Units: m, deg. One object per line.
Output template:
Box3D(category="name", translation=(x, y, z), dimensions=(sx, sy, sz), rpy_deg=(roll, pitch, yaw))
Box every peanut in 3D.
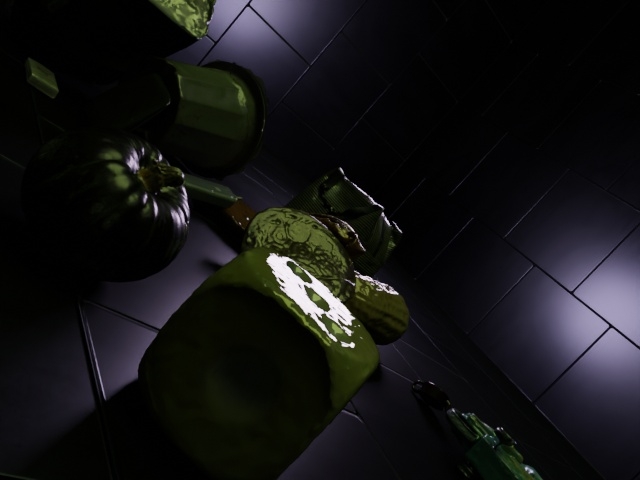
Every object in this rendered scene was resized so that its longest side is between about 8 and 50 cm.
Box3D(category="peanut", translation=(0.079, 0.137, 1.309), dimensions=(0.305, 0.147, 0.147), rpy_deg=(30, 14, -48))

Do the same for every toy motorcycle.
Box3D(category="toy motorcycle", translation=(0.349, 0.428, 1.131), dimensions=(0.296, 0.109, 0.198), rpy_deg=(50, 9, 37))

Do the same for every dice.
Box3D(category="dice", translation=(-0.054, 0.118, 0.593), dimensions=(0.166, 0.169, 0.169), rpy_deg=(44, 8, 8))

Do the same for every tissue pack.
Box3D(category="tissue pack", translation=(-0.436, -0.535, 1.327), dimensions=(0.416, 0.254, 0.264), rpy_deg=(-6, -26, 40))
Box3D(category="tissue pack", translation=(-0.519, -0.303, 1.141), dimensions=(0.056, 0.023, 0.108), rpy_deg=(35, 10, -41))

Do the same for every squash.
Box3D(category="squash", translation=(-0.232, -0.043, 0.681), dimensions=(0.193, 0.156, 0.193), rpy_deg=(29, 36, -24))

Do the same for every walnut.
Box3D(category="walnut", translation=(0.000, 0.000, 1.319), dimensions=(0.207, 0.116, 0.115), rpy_deg=(17, -2, 21))

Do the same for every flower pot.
Box3D(category="flower pot", translation=(-0.295, -0.289, 1.355), dimensions=(0.290, 0.290, 0.259), rpy_deg=(45, 19, 22))

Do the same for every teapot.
Box3D(category="teapot", translation=(0.235, 0.334, 1.309), dimensions=(0.100, 0.045, 0.068), rpy_deg=(26, -27, 36))

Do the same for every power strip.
Box3D(category="power strip", translation=(-0.255, -0.109, 1.223), dimensions=(0.252, 0.027, 0.060), rpy_deg=(17, 23, -47))

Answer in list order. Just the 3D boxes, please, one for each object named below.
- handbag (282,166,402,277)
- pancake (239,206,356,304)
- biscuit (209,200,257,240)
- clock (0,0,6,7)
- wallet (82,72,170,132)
Box3D(category="handbag", translation=(0.068, -0.046, 1.854), dimensions=(0.341, 0.240, 0.247), rpy_deg=(46, 4, 34))
Box3D(category="pancake", translation=(-0.039, 0.034, 1.171), dimensions=(0.249, 0.031, 0.250), rpy_deg=(19, 44, -19))
Box3D(category="biscuit", translation=(-0.151, -0.023, 1.374), dimensions=(0.262, 0.037, 0.262), rpy_deg=(41, 8, -7))
Box3D(category="clock", translation=(-0.744, -0.554, 1.255), dimensions=(0.198, 0.064, 0.172), rpy_deg=(45, 8, 23))
Box3D(category="wallet", translation=(-0.353, -0.236, 1.120), dimensions=(0.052, 0.168, 0.245), rpy_deg=(63, -5, -32))
